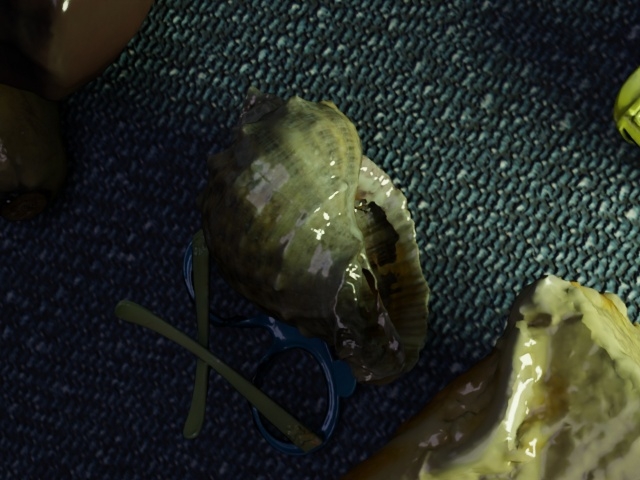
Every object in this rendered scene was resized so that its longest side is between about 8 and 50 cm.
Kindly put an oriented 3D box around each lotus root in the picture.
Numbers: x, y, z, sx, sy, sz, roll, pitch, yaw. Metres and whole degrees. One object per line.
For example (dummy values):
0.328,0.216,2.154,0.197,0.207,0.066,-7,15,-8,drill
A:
-0.324,-0.126,1.708,0.118,0.125,0.220,-28,79,37,lotus root

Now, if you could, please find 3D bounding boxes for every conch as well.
-0.015,0.002,1.539,0.159,0.210,0.291,-18,73,17,conch

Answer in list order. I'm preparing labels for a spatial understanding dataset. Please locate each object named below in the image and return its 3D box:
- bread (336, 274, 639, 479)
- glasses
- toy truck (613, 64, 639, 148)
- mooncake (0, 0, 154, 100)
0.161,0.258,1.363,0.390,0.371,0.279,-44,71,10,bread
-0.099,0.099,1.593,0.102,0.207,0.239,-45,65,48,glasses
0.365,-0.163,1.472,0.157,0.124,0.272,45,98,18,toy truck
-0.307,-0.264,1.642,0.326,0.174,0.333,-16,54,-12,mooncake
